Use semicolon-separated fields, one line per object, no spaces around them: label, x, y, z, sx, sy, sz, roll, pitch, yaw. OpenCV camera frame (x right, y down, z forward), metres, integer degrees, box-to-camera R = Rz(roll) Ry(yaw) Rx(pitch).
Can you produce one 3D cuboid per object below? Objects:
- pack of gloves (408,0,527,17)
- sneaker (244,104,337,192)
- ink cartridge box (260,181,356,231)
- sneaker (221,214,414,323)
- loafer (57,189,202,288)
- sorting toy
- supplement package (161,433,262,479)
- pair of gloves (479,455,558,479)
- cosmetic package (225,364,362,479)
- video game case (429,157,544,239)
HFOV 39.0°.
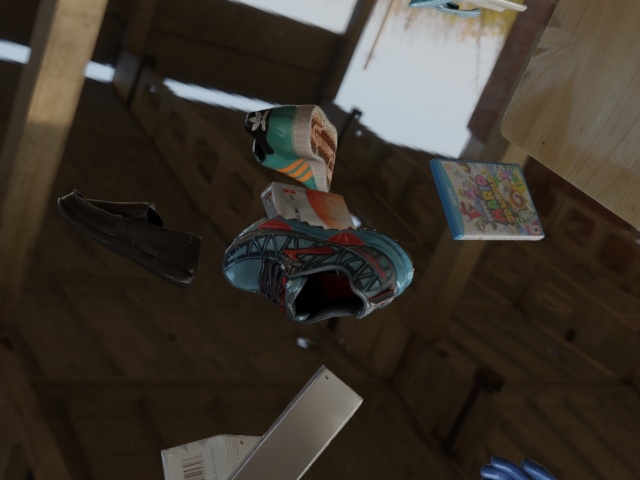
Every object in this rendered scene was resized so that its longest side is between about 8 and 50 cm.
pack of gloves;0.192;-0.393;1.512;0.232;0.046;0.195;9;-175;-22
sneaker;-0.045;-0.161;1.533;0.121;0.108;0.302;8;167;11
ink cartridge box;0.000;0.000;1.342;0.145;0.045;0.179;9;-135;-43
sneaker;-0.027;0.040;1.095;0.262;0.104;0.125;0;-151;32
loafer;-0.239;-0.015;1.164;0.220;0.078;0.080;28;171;16
sorting toy;0.314;-0.140;0.741;0.089;0.257;0.255;-4;-144;-42
supplement package;-0.132;0.344;1.306;0.179;0.105;0.105;27;-133;-63
pair of gloves;0.259;0.353;1.140;0.159;0.198;0.023;29;-137;14
cosmetic package;-0.051;0.252;1.021;0.060;0.239;0.099;40;175;4
video game case;0.233;-0.056;1.256;0.166;0.015;0.119;0;-115;-34
